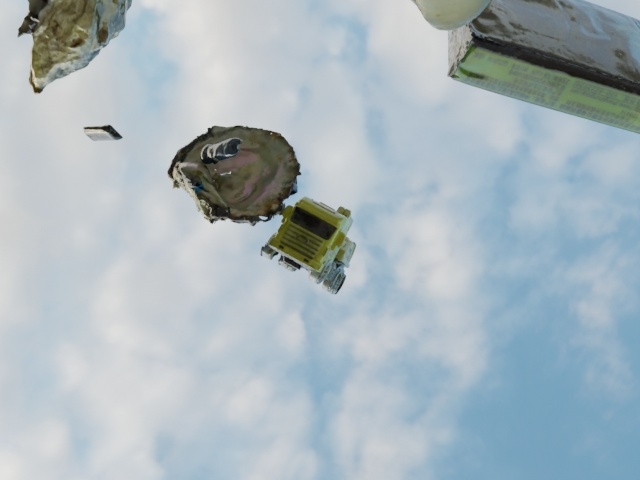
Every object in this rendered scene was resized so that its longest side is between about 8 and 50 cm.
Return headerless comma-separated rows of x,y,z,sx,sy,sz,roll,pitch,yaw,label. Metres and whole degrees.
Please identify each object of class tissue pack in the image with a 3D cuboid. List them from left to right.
0.439,-0.362,1.425,0.395,0.124,0.287,15,-136,-7,tissue pack

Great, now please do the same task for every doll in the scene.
-0.168,-0.152,1.280,0.125,0.027,0.037,-2,-111,52,doll

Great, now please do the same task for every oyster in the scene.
-0.195,-0.235,0.688,0.072,0.133,0.209,36,-123,-9,oyster
-0.159,-0.114,1.327,0.260,0.092,0.198,9,-123,10,oyster

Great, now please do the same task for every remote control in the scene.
-0.407,-0.197,1.400,0.096,0.039,0.014,6,-121,42,remote control

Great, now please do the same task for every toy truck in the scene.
0.000,0.000,1.398,0.124,0.272,0.157,27,-94,13,toy truck

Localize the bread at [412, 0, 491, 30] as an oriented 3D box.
0.120,-0.357,0.633,0.341,0.300,0.210,-34,-162,27,bread
